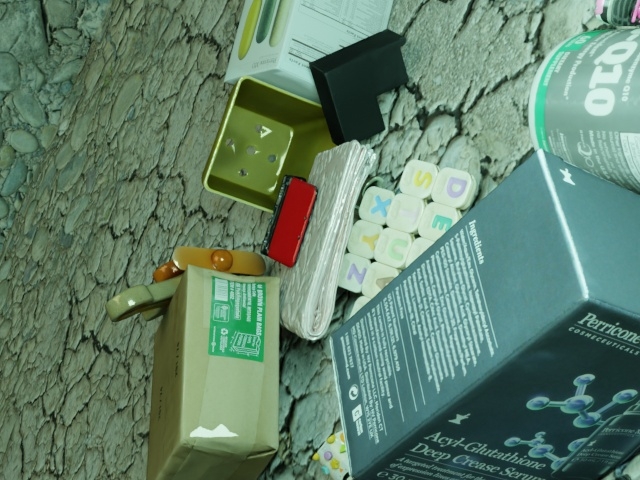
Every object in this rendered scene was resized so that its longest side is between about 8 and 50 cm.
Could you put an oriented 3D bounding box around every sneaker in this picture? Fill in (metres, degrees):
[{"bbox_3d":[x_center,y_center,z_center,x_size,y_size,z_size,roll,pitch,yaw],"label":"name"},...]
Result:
[{"bbox_3d":[0.410,-0.284,1.528,0.075,0.170,0.063,35,119,47],"label":"sneaker"},{"bbox_3d":[0.077,-0.024,2.028,0.071,0.066,0.188,-47,37,43],"label":"sneaker"}]

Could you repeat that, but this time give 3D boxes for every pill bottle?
[{"bbox_3d":[0.423,-0.143,1.420,0.361,0.204,0.204,11,83,59],"label":"pill bottle"}]

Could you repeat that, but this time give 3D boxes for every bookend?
[{"bbox_3d":[0.081,-0.256,2.134,0.157,0.156,0.072,-26,30,-13],"label":"bookend"}]

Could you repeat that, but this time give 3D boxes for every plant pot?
[{"bbox_3d":[-0.105,-0.163,2.283,0.212,0.212,0.187,-71,19,-2],"label":"plant pot"}]

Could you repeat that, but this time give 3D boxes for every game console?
[{"bbox_3d":[-0.039,-0.032,2.130,0.085,0.124,0.144,21,96,20],"label":"game console"}]

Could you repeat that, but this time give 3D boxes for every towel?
[{"bbox_3d":[0.000,0.000,2.058,0.332,0.053,0.317,-177,104,-80],"label":"towel"}]

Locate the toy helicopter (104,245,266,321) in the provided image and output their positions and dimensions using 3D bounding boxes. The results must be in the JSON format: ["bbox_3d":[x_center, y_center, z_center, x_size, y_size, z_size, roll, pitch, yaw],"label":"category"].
[{"bbox_3d":[-0.254,0.086,2.273,0.235,0.355,0.140,-31,82,27],"label":"toy helicopter"}]

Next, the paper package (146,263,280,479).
[{"bbox_3d":[-0.182,0.253,2.116,0.309,0.168,0.325,123,152,-55],"label":"paper package"}]

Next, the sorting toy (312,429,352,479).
[{"bbox_3d":[0.033,0.345,1.927,0.083,0.045,0.075,-54,53,25],"label":"sorting toy"}]

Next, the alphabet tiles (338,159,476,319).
[{"bbox_3d":[0.137,0.020,1.895,0.278,0.021,0.284,20,89,45],"label":"alphabet tiles"}]

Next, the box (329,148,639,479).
[{"bbox_3d":[0.249,0.128,1.453,0.395,0.293,0.212,-46,39,36],"label":"box"}]

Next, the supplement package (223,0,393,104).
[{"bbox_3d":[-0.017,-0.385,2.258,0.199,0.198,0.263,-2,72,57],"label":"supplement package"}]
